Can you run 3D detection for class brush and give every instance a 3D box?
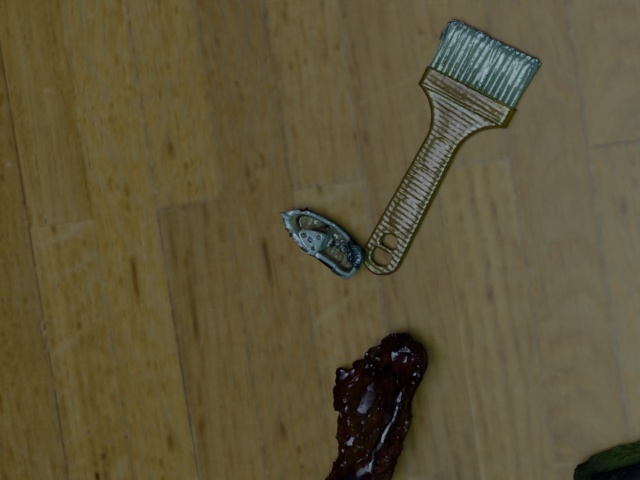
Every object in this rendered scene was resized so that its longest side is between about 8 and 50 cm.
[{"bbox_3d":[0.092,-0.066,1.461,0.082,0.010,0.218,30,105,14],"label":"brush"}]

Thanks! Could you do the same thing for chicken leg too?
[{"bbox_3d":[0.030,0.167,1.485,0.093,0.053,0.205,29,98,39],"label":"chicken leg"}]

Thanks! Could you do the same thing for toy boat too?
[{"bbox_3d":[0.000,0.000,1.483,0.083,0.038,0.038,36,106,20],"label":"toy boat"}]

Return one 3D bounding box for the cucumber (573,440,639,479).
[{"bbox_3d":[0.244,0.229,1.402,0.115,0.086,0.193,9,104,17],"label":"cucumber"}]
